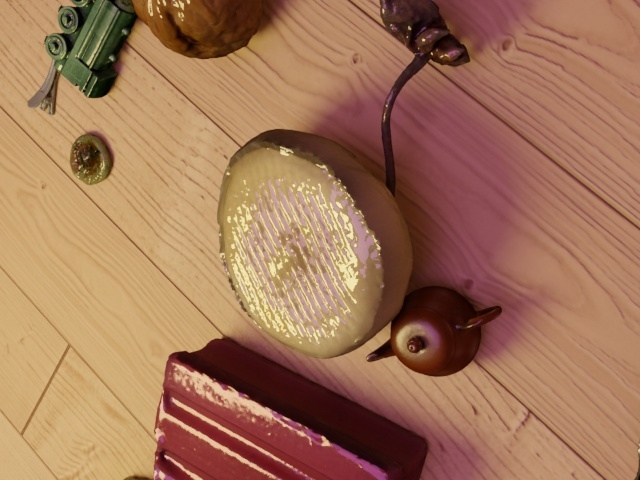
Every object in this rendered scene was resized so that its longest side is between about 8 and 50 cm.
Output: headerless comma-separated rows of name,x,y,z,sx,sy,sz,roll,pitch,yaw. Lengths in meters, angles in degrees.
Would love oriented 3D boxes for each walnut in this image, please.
walnut,-0.157,-0.308,0.948,0.155,0.184,0.155,-1,86,21

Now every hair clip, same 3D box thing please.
hair clip,-0.430,-0.255,1.200,0.030,0.039,0.115,28,110,17

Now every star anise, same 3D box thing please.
star anise,0.082,-0.167,0.884,0.227,0.218,0.148,-50,32,13

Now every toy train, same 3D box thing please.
toy train,-0.330,-0.303,1.117,0.111,0.071,0.170,41,116,7

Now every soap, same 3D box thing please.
soap,-0.059,0.311,1.044,0.359,0.128,0.233,23,109,24

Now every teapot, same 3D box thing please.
teapot,0.134,0.111,0.904,0.173,0.116,0.116,-24,87,31

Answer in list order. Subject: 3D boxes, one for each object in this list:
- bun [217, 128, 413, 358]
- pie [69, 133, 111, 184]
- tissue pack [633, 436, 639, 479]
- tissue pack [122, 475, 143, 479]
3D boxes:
bun,0.000,0.000,0.936,0.287,0.146,0.287,15,112,41
pie,-0.364,-0.126,1.197,0.085,0.017,0.085,6,102,29
tissue pack,0.486,0.204,0.717,0.332,0.123,0.245,17,113,30
tissue pack,-0.304,0.519,1.081,0.297,0.380,0.207,6,103,32
